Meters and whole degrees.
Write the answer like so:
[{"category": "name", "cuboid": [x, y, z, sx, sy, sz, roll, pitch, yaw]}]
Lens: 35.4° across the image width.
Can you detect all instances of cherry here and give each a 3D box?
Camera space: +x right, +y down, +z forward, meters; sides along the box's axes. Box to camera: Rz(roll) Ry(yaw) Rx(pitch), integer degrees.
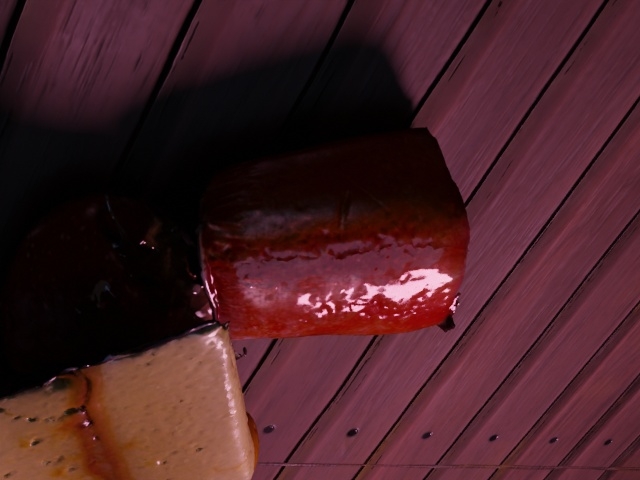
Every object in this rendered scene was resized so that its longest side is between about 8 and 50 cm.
[{"category": "cherry", "cuboid": [-0.257, 0.054, 1.104, 0.249, 0.175, 0.192, -35, 126, 15]}]

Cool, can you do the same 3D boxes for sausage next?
[{"category": "sausage", "cuboid": [-0.235, 0.100, 1.235, 0.304, 0.078, 0.078, -16, 136, -14]}]

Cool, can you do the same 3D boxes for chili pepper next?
[{"category": "chili pepper", "cuboid": [0.000, 0.000, 1.192, 0.305, 0.229, 0.251, -5, 146, -10]}]

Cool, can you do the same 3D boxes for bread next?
[{"category": "bread", "cuboid": [-0.246, 0.167, 1.125, 0.345, 0.242, 0.405, -13, 136, -1]}]

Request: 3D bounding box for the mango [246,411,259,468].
[{"category": "mango", "cuboid": [-0.197, 0.343, 1.422, 0.359, 0.144, 0.187, -49, -179, 44]}]
